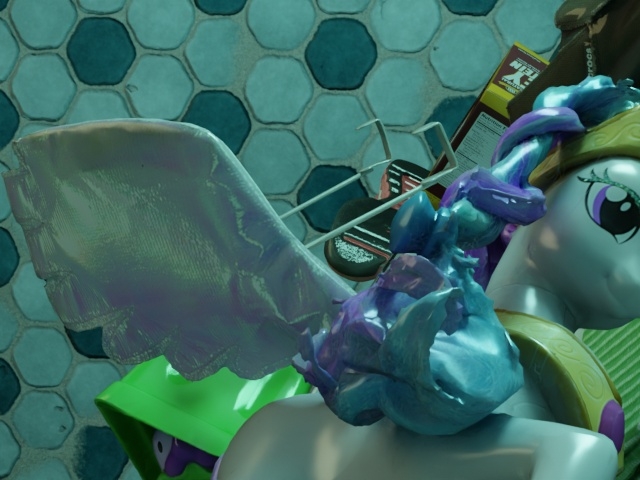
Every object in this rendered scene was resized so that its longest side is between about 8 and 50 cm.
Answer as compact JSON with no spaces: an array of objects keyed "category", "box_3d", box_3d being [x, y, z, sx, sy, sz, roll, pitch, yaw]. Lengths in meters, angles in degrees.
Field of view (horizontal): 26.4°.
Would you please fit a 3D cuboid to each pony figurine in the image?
[{"category":"pony figurine","box_3d":[0.009,0.095,0.545,0.351,0.303,0.363,-17,34,39]}]

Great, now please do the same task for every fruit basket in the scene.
[{"category":"fruit basket","box_3d":[-0.134,0.324,1.646,0.392,0.283,0.392,-57,-18,-30]}]

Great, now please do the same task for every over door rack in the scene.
[{"category":"over door rack","box_3d":[0.000,0.000,1.511,0.324,0.108,0.239,-40,15,-9]}]

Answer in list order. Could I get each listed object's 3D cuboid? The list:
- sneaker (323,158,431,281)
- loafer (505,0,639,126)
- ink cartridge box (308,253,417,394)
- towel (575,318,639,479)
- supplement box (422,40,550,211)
[{"category":"sneaker","box_3d":[0.087,0.005,1.870,0.314,0.116,0.136,-43,-22,-58]},{"category":"loafer","box_3d":[0.256,-0.190,1.134,0.134,0.130,0.366,-17,-32,-46]},{"category":"ink cartridge box","box_3d":[0.096,0.104,1.440,0.223,0.129,0.307,-56,-1,5]},{"category":"towel","box_3d":[0.139,0.079,0.741,0.325,0.038,0.248,120,172,-46]},{"category":"supplement box","box_3d":[0.253,-0.134,1.863,0.194,0.129,0.191,-58,-1,33]}]
